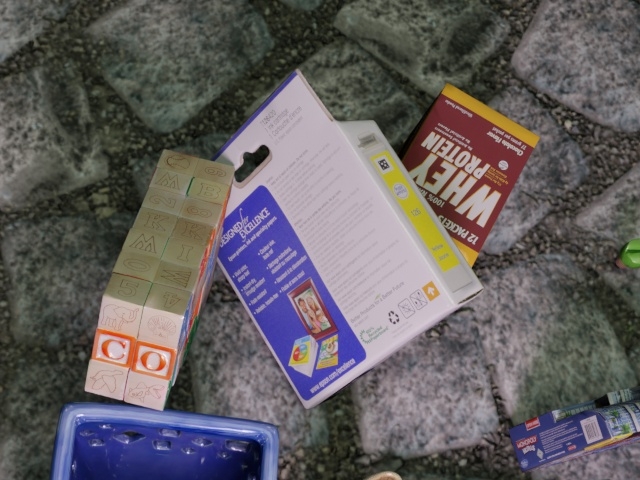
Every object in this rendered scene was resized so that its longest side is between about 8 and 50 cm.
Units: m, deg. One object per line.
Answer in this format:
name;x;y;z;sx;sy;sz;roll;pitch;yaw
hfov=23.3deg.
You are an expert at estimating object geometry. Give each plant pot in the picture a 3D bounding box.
plant pot;-0.174;0.316;1.667;0.236;0.212;0.236;6;70;-6

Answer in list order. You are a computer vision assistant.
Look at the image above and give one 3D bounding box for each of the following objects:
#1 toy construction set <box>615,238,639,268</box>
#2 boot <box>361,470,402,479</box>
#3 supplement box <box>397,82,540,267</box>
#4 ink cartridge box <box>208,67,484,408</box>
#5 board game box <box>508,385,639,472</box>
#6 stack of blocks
toy construction set;0.571;0.064;1.890;0.257;0.237;0.308;-28;81;-18
boot;0.007;0.351;1.719;0.077;0.165;0.213;39;66;1
supplement box;0.139;-0.048;1.859;0.129;0.194;0.191;30;70;-1
ink cartridge box;0.000;0.000;1.763;0.072;0.303;0.307;-23;78;-41
board game box;0.359;0.212;1.849;0.194;0.194;0.060;-10;76;-29
stack of blocks;-0.173;0.053;1.698;0.087;0.171;0.297;14;33;0
